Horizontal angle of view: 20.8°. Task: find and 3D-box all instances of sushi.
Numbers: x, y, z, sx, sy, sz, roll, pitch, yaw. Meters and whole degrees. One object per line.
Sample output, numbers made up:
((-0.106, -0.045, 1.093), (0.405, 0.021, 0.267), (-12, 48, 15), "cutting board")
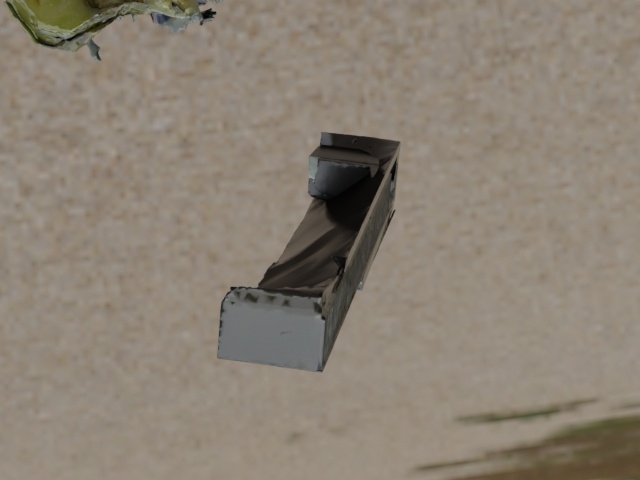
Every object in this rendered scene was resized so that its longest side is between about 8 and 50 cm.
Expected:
((-0.136, -0.217, 1.435), (0.131, 0.139, 0.291), (-44, 171, 35), "sushi")

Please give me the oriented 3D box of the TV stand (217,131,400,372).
((0.000, 0.000, 0.855), (0.049, 0.040, 0.256), (8, -161, 8), "TV stand")
